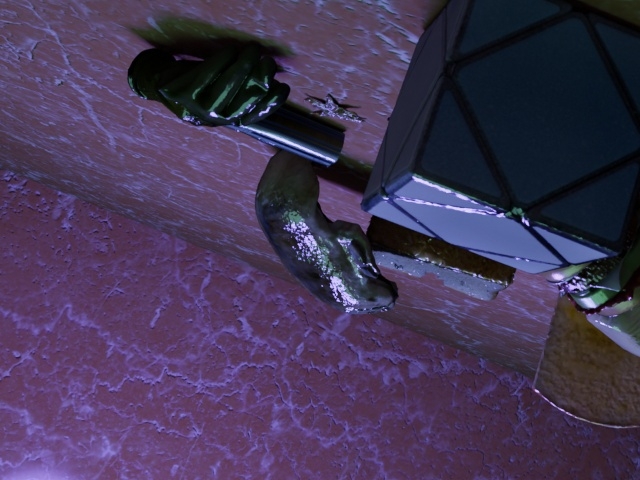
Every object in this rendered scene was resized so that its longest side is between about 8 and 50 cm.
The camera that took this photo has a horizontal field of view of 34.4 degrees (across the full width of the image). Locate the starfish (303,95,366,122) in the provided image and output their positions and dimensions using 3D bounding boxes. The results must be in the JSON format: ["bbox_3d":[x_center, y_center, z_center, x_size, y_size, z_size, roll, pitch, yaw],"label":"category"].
[{"bbox_3d":[0.019,-0.177,1.423,0.092,0.016,0.086,20,173,-17],"label":"starfish"}]

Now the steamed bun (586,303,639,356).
[{"bbox_3d":[0.492,0.084,1.541,0.239,0.170,0.152,24,-172,-30],"label":"steamed bun"}]

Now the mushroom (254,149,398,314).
[{"bbox_3d":[-0.002,0.001,1.740,0.247,0.130,0.344,37,165,49],"label":"mushroom"}]

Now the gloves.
[{"bbox_3d":[-0.147,-0.203,1.364,0.268,0.107,0.135,7,-165,42],"label":"gloves"}]

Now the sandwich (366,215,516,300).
[{"bbox_3d":[0.216,0.021,1.893,0.273,0.095,0.249,18,171,6],"label":"sandwich"}]

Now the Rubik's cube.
[{"bbox_3d":[0.179,-0.101,0.977,0.205,0.205,0.207,20,171,-6],"label":"Rubik's cube"}]

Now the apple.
[{"bbox_3d":[0.585,0.217,1.978,0.309,0.314,0.252,17,128,17],"label":"apple"}]

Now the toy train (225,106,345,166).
[{"bbox_3d":[-0.087,-0.174,1.487,0.252,0.055,0.048,19,171,-20],"label":"toy train"}]

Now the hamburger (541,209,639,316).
[{"bbox_3d":[0.365,0.008,1.377,0.137,0.175,0.175,36,166,-15],"label":"hamburger"}]
